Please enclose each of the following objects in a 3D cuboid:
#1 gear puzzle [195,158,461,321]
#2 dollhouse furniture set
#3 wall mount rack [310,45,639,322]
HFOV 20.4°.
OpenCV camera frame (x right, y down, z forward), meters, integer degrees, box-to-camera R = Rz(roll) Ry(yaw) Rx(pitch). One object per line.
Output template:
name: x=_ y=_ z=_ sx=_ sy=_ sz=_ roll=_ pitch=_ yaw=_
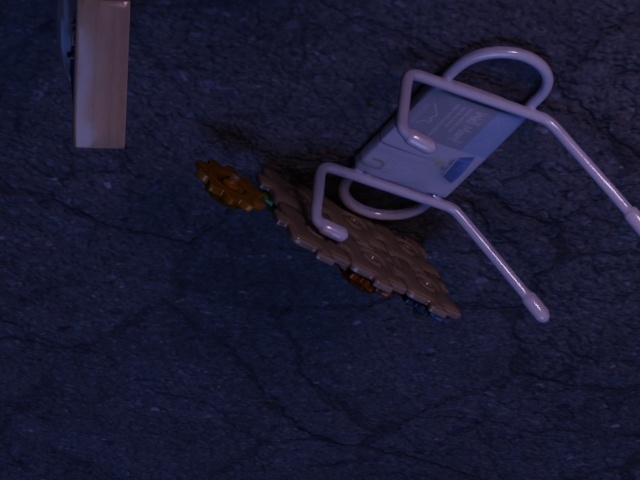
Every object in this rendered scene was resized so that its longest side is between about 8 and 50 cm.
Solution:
gear puzzle: x=0.000 y=0.000 z=1.972 sx=0.339 sy=0.175 sz=0.044 roll=26 pitch=111 yaw=-29
dollhouse furniture set: x=-0.327 y=-0.227 z=1.600 sx=0.303 sy=0.198 sz=0.286 roll=1 pitch=113 yaw=-11
wall mount rack: x=0.169 y=-0.051 z=1.904 sx=0.304 sy=0.131 sz=0.350 roll=18 pitch=146 yaw=-20
